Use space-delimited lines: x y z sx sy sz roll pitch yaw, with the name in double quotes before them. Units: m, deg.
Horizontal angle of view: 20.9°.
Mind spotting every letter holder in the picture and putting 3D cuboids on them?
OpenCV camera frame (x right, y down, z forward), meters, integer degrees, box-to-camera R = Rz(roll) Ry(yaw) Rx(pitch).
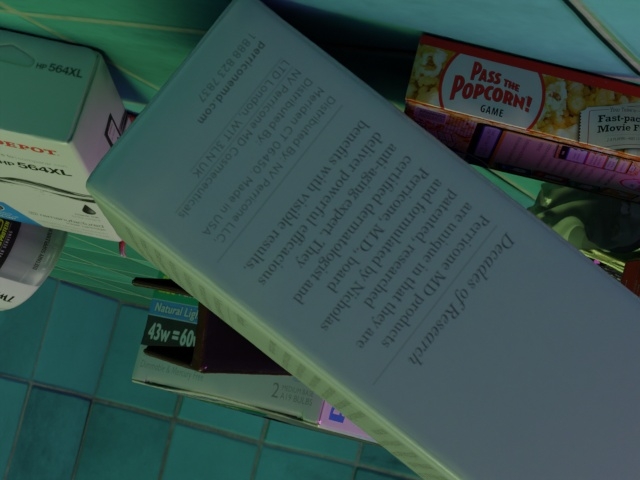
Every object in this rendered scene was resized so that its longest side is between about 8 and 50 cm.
"letter holder" -0.052 0.055 1.836 0.301 0.152 0.214 5 -178 -37

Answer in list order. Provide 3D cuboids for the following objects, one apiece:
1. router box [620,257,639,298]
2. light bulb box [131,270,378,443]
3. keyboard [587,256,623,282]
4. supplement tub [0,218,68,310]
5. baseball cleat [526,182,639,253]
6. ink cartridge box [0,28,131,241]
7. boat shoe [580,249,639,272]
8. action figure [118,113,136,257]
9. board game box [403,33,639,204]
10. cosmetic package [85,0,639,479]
"router box" 0.398 0.091 1.225 0.335 0.082 0.301 15 177 -5
"light bulb box" 0.013 0.140 2.293 0.358 0.225 0.361 8 171 44
"keyboard" 0.228 0.014 1.662 0.201 0.033 0.317 16 172 -10
"supplement tub" -0.437 -0.051 1.824 0.316 0.194 0.193 20 171 -42
"baseball cleat" 0.227 -0.025 1.272 0.109 0.072 0.206 2 -179 -15
"ink cartridge box" -0.237 -0.086 1.412 0.148 0.086 0.203 12 160 11
"boat shoe" 0.250 -0.001 1.405 0.153 0.056 0.048 20 179 13
"action figure" -0.204 -0.048 1.646 0.091 0.139 0.280 13 170 3
"board game box" 0.148 -0.070 1.096 0.193 0.045 0.147 14 173 2
"cosmetic package" 0.079 0.060 1.127 0.453 0.161 0.230 39 174 2
